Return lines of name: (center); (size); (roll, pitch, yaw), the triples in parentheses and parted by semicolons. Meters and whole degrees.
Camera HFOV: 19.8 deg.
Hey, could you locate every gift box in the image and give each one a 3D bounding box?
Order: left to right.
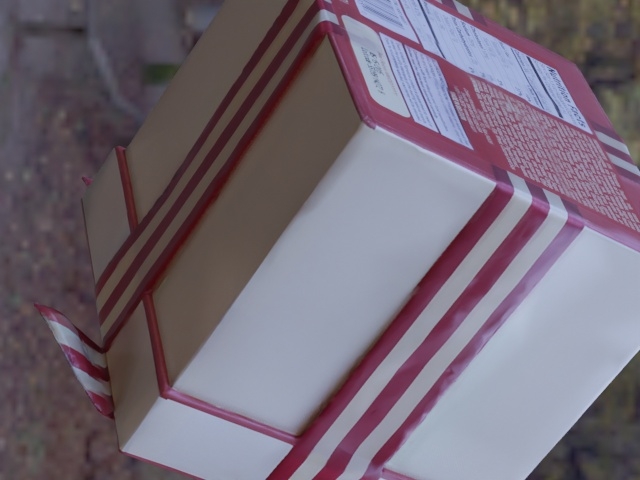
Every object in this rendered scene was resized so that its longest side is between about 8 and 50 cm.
gift box: (0.000, 0.000, 1.011); (0.258, 0.276, 0.255); (-54, -155, 25)
